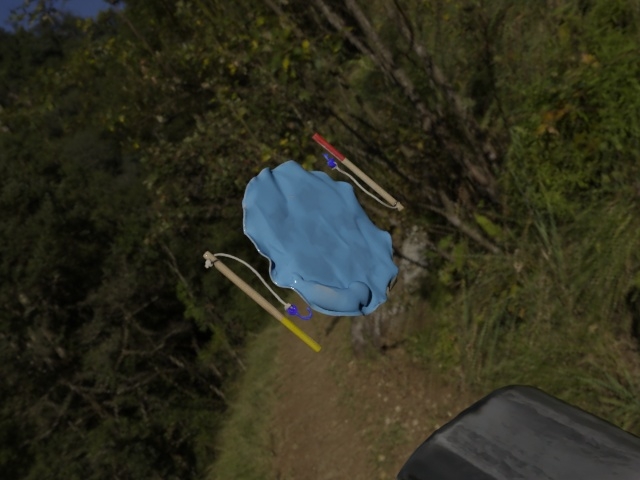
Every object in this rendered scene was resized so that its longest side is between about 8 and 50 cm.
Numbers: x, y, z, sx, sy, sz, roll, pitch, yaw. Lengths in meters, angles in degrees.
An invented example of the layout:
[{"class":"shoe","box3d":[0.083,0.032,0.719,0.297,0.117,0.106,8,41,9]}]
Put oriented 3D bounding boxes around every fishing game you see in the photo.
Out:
[{"class":"fishing game","box3d":[0.000,0.000,0.726,0.041,0.189,0.264,-45,10,41]}]

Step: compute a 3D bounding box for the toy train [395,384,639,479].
[{"class":"toy train","box3d":[0.156,0.191,0.255,0.142,0.190,0.334,-24,27,-29]}]
